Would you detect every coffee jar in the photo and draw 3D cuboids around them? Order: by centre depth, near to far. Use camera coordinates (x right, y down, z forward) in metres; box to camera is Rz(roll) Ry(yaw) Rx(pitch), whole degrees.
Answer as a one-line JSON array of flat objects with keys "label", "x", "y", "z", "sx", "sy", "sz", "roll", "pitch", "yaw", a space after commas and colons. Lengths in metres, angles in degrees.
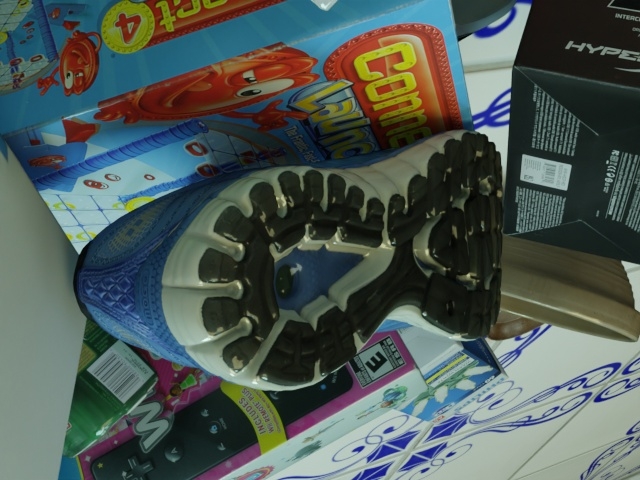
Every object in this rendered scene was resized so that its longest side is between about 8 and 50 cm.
[{"label": "coffee jar", "x": -0.212, "y": 0.066, "z": 0.726, "sx": 0.079, "sy": 0.184, "sz": 0.096, "roll": -45, "pitch": -177, "yaw": -41}]

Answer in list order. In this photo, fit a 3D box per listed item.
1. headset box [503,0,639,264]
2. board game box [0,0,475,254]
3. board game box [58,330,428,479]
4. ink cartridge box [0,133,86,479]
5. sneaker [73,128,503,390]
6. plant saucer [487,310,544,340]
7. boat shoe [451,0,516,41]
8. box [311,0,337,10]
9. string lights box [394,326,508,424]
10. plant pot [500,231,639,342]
[{"label": "headset box", "x": 0.211, "y": -0.164, "z": 0.668, "sx": 0.110, "sy": 0.293, "sz": 0.218, "roll": 14, "pitch": 157, "yaw": 15}, {"label": "board game box", "x": -0.065, "y": -0.071, "z": 0.607, "sx": 0.302, "sy": 0.086, "sz": 0.308, "roll": -17, "pitch": 164, "yaw": 9}, {"label": "board game box", "x": -0.098, "y": 0.094, "z": 0.829, "sx": 0.303, "sy": 0.224, "sz": 0.097, "roll": -30, "pitch": 161, "yaw": 2}, {"label": "ink cartridge box", "x": -0.330, "y": 0.020, "z": 0.394, "sx": 0.395, "sy": 0.166, "sz": 0.285, "roll": 0, "pitch": 151, "yaw": 6}, {"label": "sneaker", "x": 0.000, "y": 0.000, "z": 0.573, "sx": 0.147, "sy": 0.129, "sz": 0.330, "roll": 3, "pitch": -175, "yaw": 37}, {"label": "plant saucer", "x": 0.299, "y": 0.081, "z": 1.389, "sx": 0.169, "sy": 0.029, "sz": 0.168, "roll": -21, "pitch": 151, "yaw": -12}, {"label": "boat shoe", "x": 0.058, "y": -0.151, "z": 0.747, "sx": 0.184, "sy": 0.065, "sz": 0.083, "roll": -19, "pitch": 156, "yaw": -3}, {"label": "box", "x": -0.019, "y": -0.251, "z": 0.303, "sx": 0.262, "sy": 0.126, "sz": 0.231, "roll": 35, "pitch": 117, "yaw": -21}, {"label": "string lights box", "x": 0.151, "y": 0.170, "z": 1.350, "sx": 0.133, "sy": 0.076, "sz": 0.260, "roll": -36, "pitch": 152, "yaw": 12}, {"label": "plant pot", "x": 0.250, "y": 0.029, "z": 1.116, "sx": 0.237, "sy": 0.237, "sz": 0.109, "roll": 23, "pitch": 83, "yaw": -57}]
